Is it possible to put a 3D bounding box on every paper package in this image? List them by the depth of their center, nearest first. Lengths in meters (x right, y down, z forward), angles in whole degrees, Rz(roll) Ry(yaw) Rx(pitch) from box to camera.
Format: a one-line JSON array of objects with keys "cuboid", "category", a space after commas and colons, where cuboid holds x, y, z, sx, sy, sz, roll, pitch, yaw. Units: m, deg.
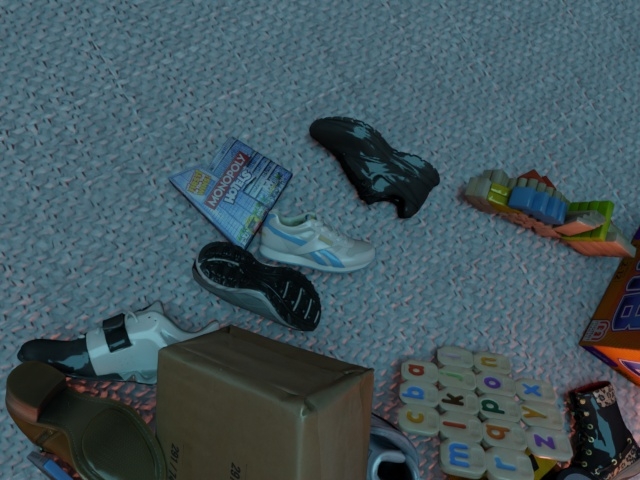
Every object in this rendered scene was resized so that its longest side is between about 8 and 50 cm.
[{"cuboid": [-0.094, 0.319, 0.698, 0.168, 0.309, 0.325, -7, 102, -52], "category": "paper package"}]

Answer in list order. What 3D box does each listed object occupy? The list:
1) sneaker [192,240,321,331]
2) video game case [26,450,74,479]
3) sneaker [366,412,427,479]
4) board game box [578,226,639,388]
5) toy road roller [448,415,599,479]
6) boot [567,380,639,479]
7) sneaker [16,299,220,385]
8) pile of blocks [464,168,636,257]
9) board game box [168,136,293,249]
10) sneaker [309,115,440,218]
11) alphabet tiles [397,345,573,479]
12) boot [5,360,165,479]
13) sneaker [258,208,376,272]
[{"cuboid": [-0.115, 0.091, 0.897, 0.271, 0.108, 0.100, 31, 59, -19], "category": "sneaker"}, {"cuboid": [-0.407, 0.384, 0.757, 0.119, 0.166, 0.015, 52, 50, -13], "category": "video game case"}, {"cuboid": [0.018, 0.328, 0.815, 0.365, 0.210, 0.138, 27, 78, -4], "category": "sneaker"}, {"cuboid": [0.817, 0.157, 0.893, 0.356, 0.356, 0.356, 35, 78, -2], "category": "board game box"}, {"cuboid": [0.287, 0.448, 0.819, 0.329, 0.203, 0.241, -23, 56, -25], "category": "toy road roller"}, {"cuboid": [0.523, 0.399, 0.950, 0.236, 0.085, 0.179, -15, 82, -17], "category": "boot"}, {"cuboid": [-0.334, 0.174, 0.835, 0.330, 0.122, 0.147, 9, 80, -17], "category": "sneaker"}, {"cuboid": [0.485, -0.080, 0.983, 0.361, 0.149, 0.113, 22, 79, -5], "category": "pile of blocks"}, {"cuboid": [-0.182, -0.105, 0.927, 0.194, 0.060, 0.194, 31, 78, -4], "category": "board game box"}, {"cuboid": [0.097, -0.146, 0.958, 0.286, 0.109, 0.130, 29, 84, -2], "category": "sneaker"}, {"cuboid": [0.278, 0.293, 0.840, 0.277, 0.284, 0.021, 7, 120, 9], "category": "alphabet tiles"}, {"cuboid": [-0.371, 0.322, 0.747, 0.283, 0.220, 0.109, 32, 47, 1], "category": "boot"}, {"cuboid": [0.000, 0.000, 0.913, 0.228, 0.087, 0.092, 8, 112, -8], "category": "sneaker"}]
